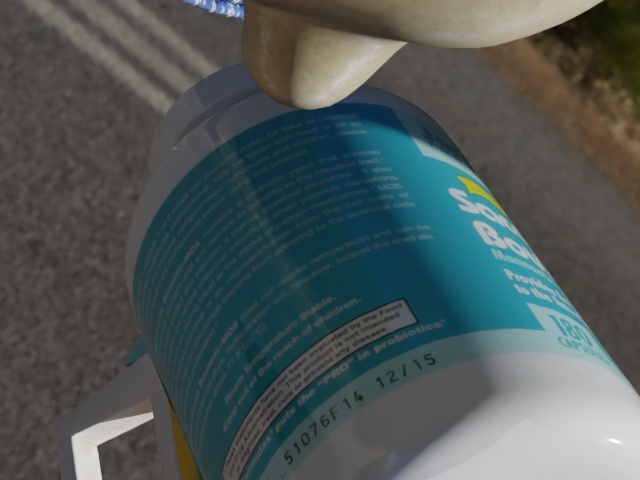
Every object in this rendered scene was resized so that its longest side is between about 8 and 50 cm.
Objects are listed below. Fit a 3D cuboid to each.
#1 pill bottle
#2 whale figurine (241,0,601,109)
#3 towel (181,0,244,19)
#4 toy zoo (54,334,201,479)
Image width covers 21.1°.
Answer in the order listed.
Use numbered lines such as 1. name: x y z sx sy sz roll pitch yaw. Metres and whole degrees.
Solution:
1. pill bottle: 0.013 0.037 0.638 0.146 0.146 0.264 41 12 -40
2. whale figurine: -0.018 -0.145 0.488 0.141 0.272 0.216 -76 156 -58
3. towel: -0.133 -0.218 0.869 0.243 0.040 0.336 49 10 4
4. toy zoo: -0.075 0.170 1.060 0.030 0.192 0.293 29 41 -49
